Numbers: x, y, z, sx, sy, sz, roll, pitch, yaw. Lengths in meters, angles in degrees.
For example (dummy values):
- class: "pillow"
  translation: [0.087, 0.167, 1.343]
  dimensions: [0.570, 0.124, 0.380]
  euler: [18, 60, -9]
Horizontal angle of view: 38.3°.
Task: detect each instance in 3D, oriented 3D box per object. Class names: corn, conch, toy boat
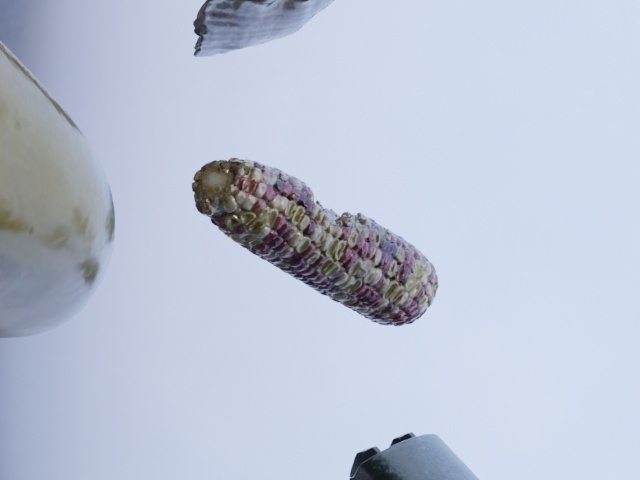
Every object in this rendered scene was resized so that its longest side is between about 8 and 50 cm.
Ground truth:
- class: "corn"
  translation: [0.000, 0.000, 0.930]
  dimensions: [0.098, 0.290, 0.098]
  euler: [-37, -144, 33]
- class: "conch"
  translation: [-0.042, -0.324, 0.946]
  dimensions: [0.352, 0.210, 0.297]
  euler: [107, -6, -69]
- class: "toy boat"
  translation: [0.168, 0.357, 1.086]
  dimensions: [0.319, 0.141, 0.092]
  euler: [44, -48, 37]

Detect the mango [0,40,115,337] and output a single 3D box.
- class: "mango"
  translation: [-0.166, -0.032, 0.322]
  dimensions: [0.156, 0.251, 0.114]
  euler: [-9, -127, 28]
